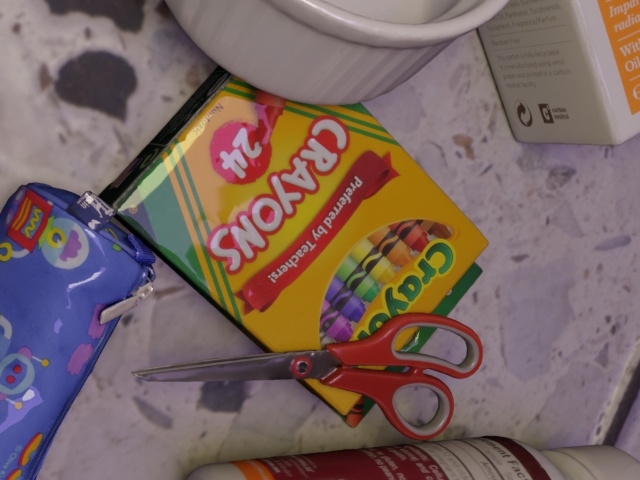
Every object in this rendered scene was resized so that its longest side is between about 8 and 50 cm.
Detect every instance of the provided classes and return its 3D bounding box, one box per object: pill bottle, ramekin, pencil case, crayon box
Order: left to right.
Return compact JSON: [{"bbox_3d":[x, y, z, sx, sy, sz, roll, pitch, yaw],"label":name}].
[{"bbox_3d":[-0.233,0.104,0.762,0.133,0.119,0.306,28,86,18],"label":"pencil case"},{"bbox_3d":[0.000,0.000,0.865,0.318,0.081,0.202,44,80,-21],"label":"crayon box"},{"bbox_3d":[0.005,-0.236,0.757,0.277,0.135,0.277,10,64,-21],"label":"ramekin"},{"bbox_3d":[0.089,0.282,0.858,0.392,0.224,0.224,-1,97,-21],"label":"pill bottle"}]

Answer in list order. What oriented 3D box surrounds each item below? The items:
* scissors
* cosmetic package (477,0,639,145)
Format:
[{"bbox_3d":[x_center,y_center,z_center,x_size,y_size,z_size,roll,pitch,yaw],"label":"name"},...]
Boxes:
[{"bbox_3d":[0.001,0.091,0.822,0.297,0.021,0.109,16,95,-24],"label":"scissors"},{"bbox_3d":[0.227,-0.331,0.867,0.230,0.161,0.453,-27,105,-17],"label":"cosmetic package"}]
